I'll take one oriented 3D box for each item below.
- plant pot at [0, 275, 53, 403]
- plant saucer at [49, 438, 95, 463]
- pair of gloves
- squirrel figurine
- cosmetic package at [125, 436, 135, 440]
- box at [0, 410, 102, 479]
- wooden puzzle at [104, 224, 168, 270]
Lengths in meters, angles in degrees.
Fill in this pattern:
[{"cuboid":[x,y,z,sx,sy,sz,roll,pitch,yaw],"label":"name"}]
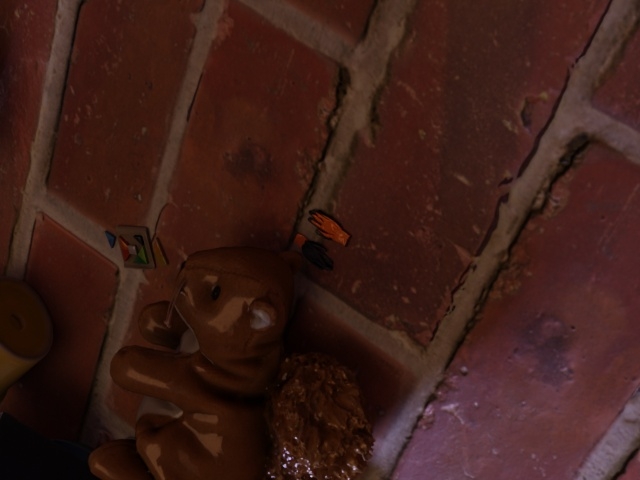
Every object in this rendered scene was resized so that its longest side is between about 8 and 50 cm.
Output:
[{"cuboid":[-0.616,0.185,1.727,0.239,0.254,0.254,-26,95,22],"label":"plant pot"},{"cuboid":[-0.443,0.513,1.870,0.317,0.043,0.318,13,117,27],"label":"plant saucer"},{"cuboid":[0.000,0.000,1.376,0.074,0.010,0.083,40,127,12],"label":"pair of gloves"},{"cuboid":[-0.095,0.198,1.408,0.397,0.281,0.370,28,114,4],"label":"squirrel figurine"},{"cuboid":[-0.330,0.415,1.742,0.041,0.060,0.115,-10,103,34],"label":"cosmetic package"},{"cuboid":[-0.654,0.610,1.680,0.480,0.472,0.297,-26,126,38],"label":"box"},{"cuboid":[-0.300,0.012,1.575,0.116,0.014,0.079,-3,108,34],"label":"wooden puzzle"}]
